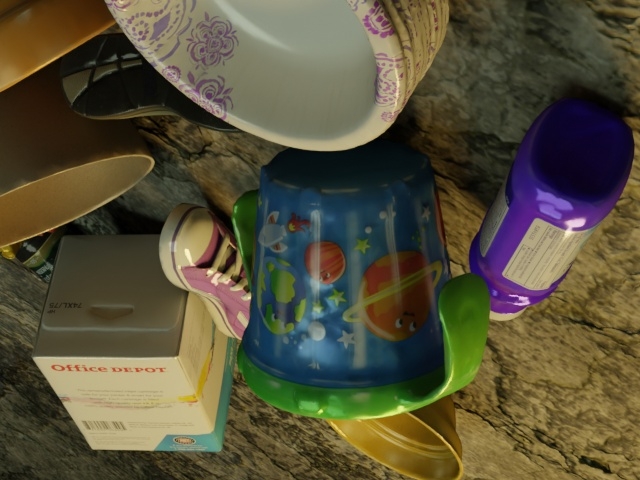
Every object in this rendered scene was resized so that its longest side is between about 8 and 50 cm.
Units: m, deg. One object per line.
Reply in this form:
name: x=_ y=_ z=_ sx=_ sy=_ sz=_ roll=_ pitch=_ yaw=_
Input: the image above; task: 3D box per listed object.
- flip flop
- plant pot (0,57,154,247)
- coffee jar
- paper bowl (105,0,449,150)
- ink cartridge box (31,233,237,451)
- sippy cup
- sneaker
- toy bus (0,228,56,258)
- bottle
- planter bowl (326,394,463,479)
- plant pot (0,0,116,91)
flip flop: x=-0.139 y=-0.164 z=1.287 sx=0.277 sy=0.112 sz=0.080 roll=2 pitch=-176 yaw=27
plant pot: x=-0.360 y=-0.120 z=1.454 sx=0.191 sy=0.284 sz=0.284 roll=65 pitch=152 yaw=6
coffee jar: x=-0.373 y=0.037 z=1.895 sx=0.184 sy=0.079 sz=0.096 roll=40 pitch=152 yaw=-14
paper bowl: x=-0.030 y=-0.217 z=1.013 sx=0.284 sy=0.148 sz=0.284 roll=26 pitch=152 yaw=15
ink cartridge box: x=-0.245 y=0.145 z=1.743 sx=0.198 sy=0.197 sz=0.270 roll=0 pitch=145 yaw=9
sippy cup: x=0.029 y=0.023 z=1.245 sx=0.306 sy=0.240 sz=0.224 roll=4 pitch=113 yaw=17
sneaker: x=-0.083 y=0.048 z=1.590 sx=0.161 sy=0.102 sz=0.282 roll=12 pitch=158 yaw=29
toy bus: x=-0.471 y=-0.075 z=1.761 sx=0.211 sy=0.149 sz=0.220 roll=8 pitch=144 yaw=18
bottle: x=0.195 y=-0.011 z=1.147 sx=0.092 sy=0.118 sz=0.283 roll=26 pitch=152 yaw=6
planter bowl: x=0.109 y=0.223 z=1.670 sx=0.217 sy=0.090 sz=0.217 roll=25 pitch=153 yaw=14
plant pot: x=-0.308 y=-0.259 z=1.219 sx=0.205 sy=0.205 sz=0.188 roll=-9 pitch=116 yaw=53
